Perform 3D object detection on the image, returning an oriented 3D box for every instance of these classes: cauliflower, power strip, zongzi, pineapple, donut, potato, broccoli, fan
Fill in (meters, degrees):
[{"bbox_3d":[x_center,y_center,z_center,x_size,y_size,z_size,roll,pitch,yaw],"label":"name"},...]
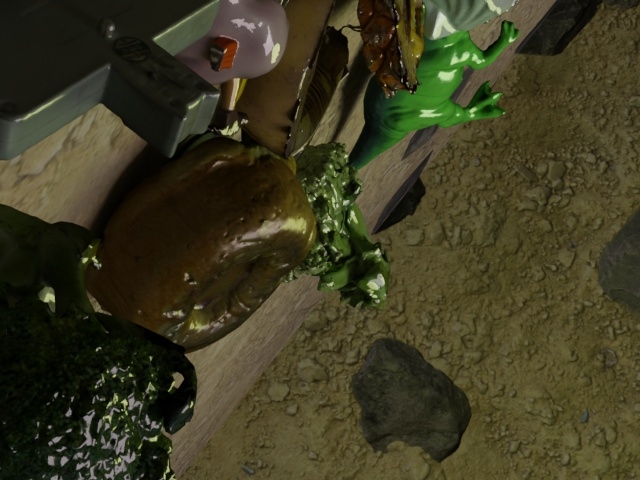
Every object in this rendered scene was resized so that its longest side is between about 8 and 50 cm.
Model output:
[{"bbox_3d":[0.000,0.000,1.516,0.275,0.250,0.272,-52,174,-39],"label":"cauliflower"},{"bbox_3d":[-0.132,-0.118,0.698,0.215,0.145,0.061,-46,170,-43],"label":"power strip"},{"bbox_3d":[-0.030,-0.145,1.281,0.187,0.084,0.184,-54,168,-32],"label":"zongzi"},{"bbox_3d":[0.085,-0.272,1.285,0.221,0.047,0.221,-1,90,-74],"label":"pineapple"},{"bbox_3d":[-0.126,0.012,1.154,0.208,0.128,0.261,-8,146,-48],"label":"donut"},{"bbox_3d":[-0.049,-0.160,1.019,0.138,0.098,0.243,-72,-179,-48],"label":"potato"},{"bbox_3d":[-0.239,0.092,0.677,0.321,0.304,0.283,-31,-152,30],"label":"broccoli"},{"bbox_3d":[-0.133,-0.099,1.225,0.175,0.005,0.113,-53,173,0],"label":"fan"}]

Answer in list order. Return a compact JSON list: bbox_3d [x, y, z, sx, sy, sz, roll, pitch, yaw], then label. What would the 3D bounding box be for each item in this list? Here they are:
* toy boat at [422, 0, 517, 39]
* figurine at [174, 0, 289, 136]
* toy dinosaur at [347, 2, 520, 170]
[{"bbox_3d":[0.179,-0.353,1.215,0.199,0.100,0.290,-25,137,-26],"label":"toy boat"},{"bbox_3d":[-0.065,-0.202,0.867,0.137,0.112,0.229,113,2,-87],"label":"figurine"},{"bbox_3d":[0.078,-0.186,1.604,0.500,0.144,0.374,-38,160,20],"label":"toy dinosaur"}]
